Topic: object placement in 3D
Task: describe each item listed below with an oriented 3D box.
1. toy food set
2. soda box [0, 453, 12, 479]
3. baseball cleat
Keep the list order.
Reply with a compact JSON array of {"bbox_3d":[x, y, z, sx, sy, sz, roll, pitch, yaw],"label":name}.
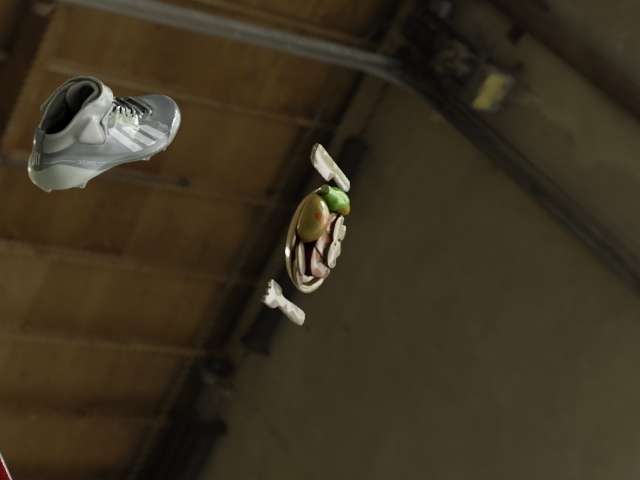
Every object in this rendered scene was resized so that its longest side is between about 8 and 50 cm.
[{"bbox_3d":[0.000,0.000,1.702,0.132,0.038,0.192,44,-118,-62],"label":"toy food set"},{"bbox_3d":[-0.419,0.262,1.743,0.092,0.263,0.083,-23,-9,-18],"label":"soda box"},{"bbox_3d":[-0.202,-0.120,1.464,0.206,0.072,0.109,-40,-29,-48],"label":"baseball cleat"}]
